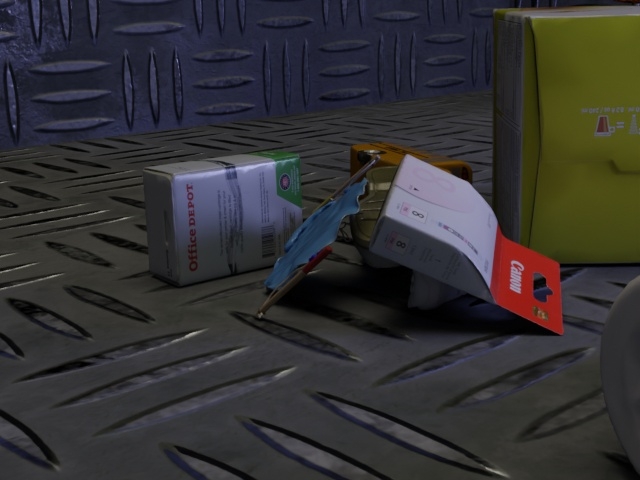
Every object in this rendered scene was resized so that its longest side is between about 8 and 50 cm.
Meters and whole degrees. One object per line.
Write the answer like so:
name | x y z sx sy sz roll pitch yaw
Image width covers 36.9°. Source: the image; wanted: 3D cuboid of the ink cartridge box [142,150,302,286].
ink cartridge box | -0.131 -0.036 1.312 0.208 0.153 0.087 -11 16 -37

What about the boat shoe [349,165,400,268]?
boat shoe | 0.101 -0.015 1.304 0.113 0.103 0.302 0 19 9

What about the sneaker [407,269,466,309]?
sneaker | 0.169 0.029 1.181 0.094 0.090 0.235 18 22 14

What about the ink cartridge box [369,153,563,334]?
ink cartridge box | 0.181 -0.002 1.106 0.232 0.066 0.189 20 28 3

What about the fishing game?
fishing game | 0.000 0.000 1.192 0.189 0.041 0.264 -42 11 28

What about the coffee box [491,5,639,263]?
coffee box | 0.435 -0.168 1.398 0.337 0.338 0.334 -1 14 3

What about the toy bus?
toy bus | 0.147 -0.090 1.595 0.130 0.108 0.332 -5 14 -21

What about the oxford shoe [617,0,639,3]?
oxford shoe | 0.538 -0.419 1.428 0.363 0.133 0.130 13 19 41

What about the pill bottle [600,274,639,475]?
pill bottle | 0.389 0.088 0.720 0.318 0.176 0.176 -6 15 -20
